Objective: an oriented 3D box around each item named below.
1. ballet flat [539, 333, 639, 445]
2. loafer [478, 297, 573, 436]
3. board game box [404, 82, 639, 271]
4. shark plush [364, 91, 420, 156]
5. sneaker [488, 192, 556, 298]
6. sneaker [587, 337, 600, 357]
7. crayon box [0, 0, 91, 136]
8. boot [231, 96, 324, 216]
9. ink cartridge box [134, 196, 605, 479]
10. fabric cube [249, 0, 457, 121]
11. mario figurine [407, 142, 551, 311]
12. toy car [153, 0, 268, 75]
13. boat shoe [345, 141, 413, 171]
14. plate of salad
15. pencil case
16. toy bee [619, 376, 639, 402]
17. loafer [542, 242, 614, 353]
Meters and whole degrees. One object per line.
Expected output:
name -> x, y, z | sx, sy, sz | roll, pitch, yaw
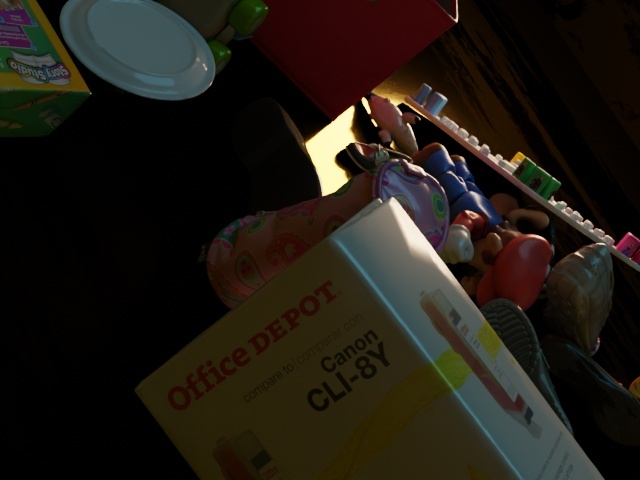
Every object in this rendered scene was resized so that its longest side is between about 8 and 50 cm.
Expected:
ballet flat -> 0.453, 0.243, 1.968 | 0.250, 0.084, 0.058 | 42, 24, -9
loafer -> 0.294, 0.207, 1.751 | 0.087, 0.094, 0.251 | 53, 17, -72
board game box -> 0.381, -0.117, 2.167 | 0.390, 0.050, 0.390 | 29, 12, -42
shark plush -> 0.106, -0.205, 2.023 | 0.161, 0.073, 0.067 | 40, -1, 23
sneaker -> 0.344, -0.030, 2.028 | 0.153, 0.094, 0.235 | 91, -5, -47
sneaker -> 0.455, 0.161, 2.117 | 0.057, 0.047, 0.119 | 31, 25, -27
crayon box -> -0.366, -0.186, 1.138 | 0.165, 0.081, 0.278 | 58, 26, 11
boot -> -0.029, -0.051, 1.514 | 0.115, 0.112, 0.305 | 44, 22, -41
ink cartridge box -> 0.054, 0.197, 1.122 | 0.384, 0.279, 0.160 | 53, 27, 2
fabric cube -> 0.037, -0.398, 1.882 | 0.254, 0.258, 0.259 | 43, 27, -21
mario figurine -> 0.231, 0.000, 1.901 | 0.198, 0.170, 0.320 | -10, 48, -24
toy car -> -0.148, -0.314, 1.620 | 0.155, 0.149, 0.188 | 44, 14, 5
boat shoe -> 0.092, -0.132, 1.880 | 0.137, 0.043, 0.049 | 20, 42, -46
plate of salad -> -0.225, -0.235, 1.459 | 0.200, 0.048, 0.199 | 20, 41, -18
pencil case -> 0.000, 0.000, 1.279 | 0.124, 0.284, 0.124 | 17, 64, -41
toy bee -> 0.588, 0.303, 2.065 | 0.298, 0.162, 0.195 | -72, 154, -45
loafer -> 0.431, 0.099, 1.947 | 0.112, 0.111, 0.319 | 44, -10, 20
